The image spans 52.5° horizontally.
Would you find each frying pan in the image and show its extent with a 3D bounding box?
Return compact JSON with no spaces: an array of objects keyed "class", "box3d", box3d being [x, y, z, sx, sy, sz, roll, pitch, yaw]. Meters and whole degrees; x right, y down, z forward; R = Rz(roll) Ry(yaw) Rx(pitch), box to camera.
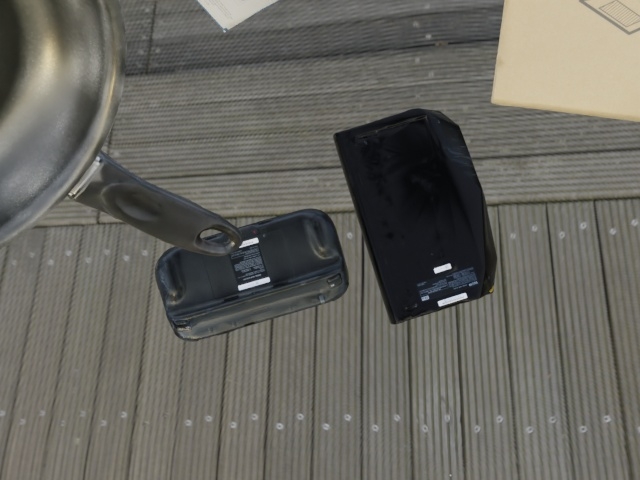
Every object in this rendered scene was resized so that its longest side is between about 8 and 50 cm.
[{"class":"frying pan","box3d":[-0.128,-0.064,0.294,0.053,0.326,0.197,44,120,25]}]

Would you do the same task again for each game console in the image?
[{"class":"game console","box3d":[0.000,0.000,0.693,0.361,0.044,0.213,-16,86,-1]}]

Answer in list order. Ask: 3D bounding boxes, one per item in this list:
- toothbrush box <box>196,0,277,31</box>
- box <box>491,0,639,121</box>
[{"class":"toothbrush box","box3d":[-0.177,-0.516,1.000,0.126,0.216,0.296,-24,60,17]},{"class":"box","box3d":[0.202,-0.143,0.343,0.201,0.164,0.021,13,29,23]}]
